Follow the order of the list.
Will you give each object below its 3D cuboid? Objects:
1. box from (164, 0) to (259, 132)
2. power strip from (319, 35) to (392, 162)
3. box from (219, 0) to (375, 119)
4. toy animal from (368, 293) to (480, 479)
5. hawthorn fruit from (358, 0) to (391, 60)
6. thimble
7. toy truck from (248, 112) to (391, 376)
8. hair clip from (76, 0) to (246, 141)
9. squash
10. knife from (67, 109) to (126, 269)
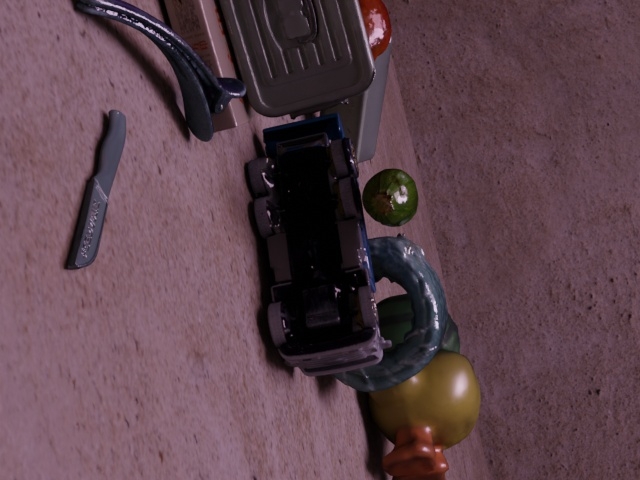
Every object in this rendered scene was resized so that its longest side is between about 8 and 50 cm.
[{"bbox_3d":[-0.114,-0.263,1.361,0.365,0.051,0.205,-54,131,-73],"label":"box"},{"bbox_3d":[0.037,-0.284,1.814,0.193,0.059,0.265,46,-38,40],"label":"power strip"},{"bbox_3d":[-0.033,-0.281,1.284,0.135,0.163,0.243,-86,160,-77],"label":"box"},{"bbox_3d":[0.176,0.249,1.784,0.216,0.191,0.338,58,22,-54],"label":"toy animal"},{"bbox_3d":[-0.022,-0.337,1.596,0.243,0.207,0.207,32,30,-15],"label":"hawthorn fruit"},{"bbox_3d":[0.092,0.102,1.527,0.143,0.198,0.235,2,105,-77],"label":"thimble"},{"bbox_3d":[0.000,0.000,1.388,0.175,0.146,0.367,62,19,-61],"label":"toy truck"},{"bbox_3d":[-0.163,-0.194,1.067,0.048,0.083,0.275,38,-2,30],"label":"hair clip"},{"bbox_3d":[0.094,-0.056,1.365,0.219,0.068,0.077,24,73,-82],"label":"squash"},{"bbox_3d":[-0.191,-0.045,0.897,0.210,0.015,0.028,-89,168,-46],"label":"knife"}]
